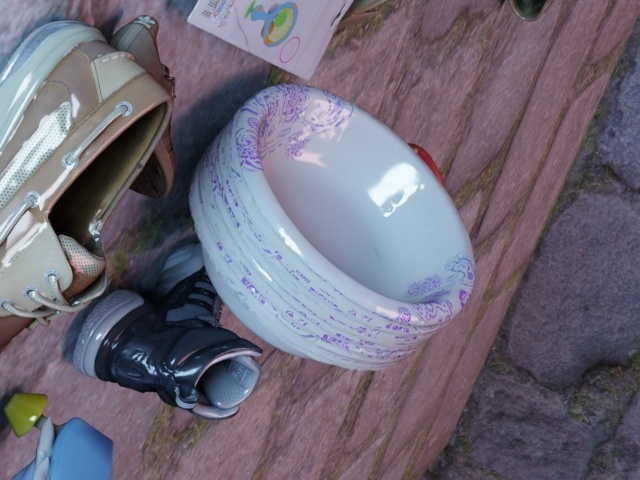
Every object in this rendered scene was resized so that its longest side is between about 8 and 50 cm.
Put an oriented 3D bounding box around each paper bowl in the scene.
[{"bbox_3d":[0.000,0.000,1.367,0.148,0.284,0.284,-46,174,32],"label":"paper bowl"}]

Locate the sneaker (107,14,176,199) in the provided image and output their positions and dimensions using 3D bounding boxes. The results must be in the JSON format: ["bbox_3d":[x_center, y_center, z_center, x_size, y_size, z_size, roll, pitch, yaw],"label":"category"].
[{"bbox_3d":[-0.138,-0.103,1.146,0.071,0.066,0.188,-60,167,-25],"label":"sneaker"}]

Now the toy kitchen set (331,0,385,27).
[{"bbox_3d":[0.023,-0.259,1.445,0.083,0.075,0.068,-24,178,28],"label":"toy kitchen set"}]

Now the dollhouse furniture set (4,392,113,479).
[{"bbox_3d":[-0.341,0.275,1.163,0.286,0.198,0.303,-44,-158,19],"label":"dollhouse furniture set"}]

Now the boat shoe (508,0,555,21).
[{"bbox_3d":[0.300,-0.382,1.966,0.098,0.109,0.302,-62,170,-4],"label":"boat shoe"}]

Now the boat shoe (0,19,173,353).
[{"bbox_3d":[-0.212,0.005,1.002,0.324,0.116,0.123,-63,164,4],"label":"boat shoe"}]

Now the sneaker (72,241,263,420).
[{"bbox_3d":[-0.114,0.094,1.390,0.268,0.153,0.101,-33,148,-59],"label":"sneaker"}]

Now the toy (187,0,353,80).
[{"bbox_3d":[-0.041,-0.232,1.247,0.137,0.056,0.237,-60,160,7],"label":"toy"}]

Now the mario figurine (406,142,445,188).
[{"bbox_3d":[0.009,-0.059,1.655,0.198,0.170,0.320,-29,172,34],"label":"mario figurine"}]
